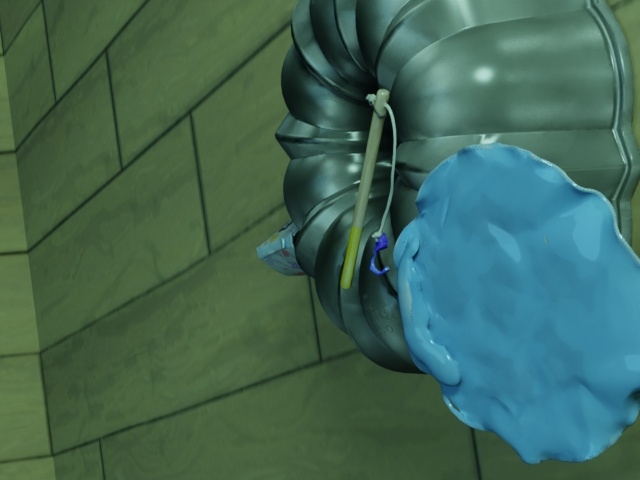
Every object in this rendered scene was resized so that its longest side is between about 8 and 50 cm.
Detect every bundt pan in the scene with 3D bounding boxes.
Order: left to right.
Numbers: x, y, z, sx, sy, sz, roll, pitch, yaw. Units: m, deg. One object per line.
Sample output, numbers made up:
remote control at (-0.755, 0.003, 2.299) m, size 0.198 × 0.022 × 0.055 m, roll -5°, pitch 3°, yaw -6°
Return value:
bundt pan at (0.066, -0.063, 1.115) m, size 0.331 × 0.124 × 0.331 m, roll 176°, pitch 90°, yaw -67°

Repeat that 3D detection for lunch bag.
lunch bag at (0.000, 0.000, 1.329) m, size 0.071 × 0.083 × 0.053 m, roll 153°, pitch 110°, yaw -66°

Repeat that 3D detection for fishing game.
fishing game at (0.116, 0.036, 0.948) m, size 0.264 × 0.041 × 0.189 m, roll 30°, pitch 127°, yaw 36°
